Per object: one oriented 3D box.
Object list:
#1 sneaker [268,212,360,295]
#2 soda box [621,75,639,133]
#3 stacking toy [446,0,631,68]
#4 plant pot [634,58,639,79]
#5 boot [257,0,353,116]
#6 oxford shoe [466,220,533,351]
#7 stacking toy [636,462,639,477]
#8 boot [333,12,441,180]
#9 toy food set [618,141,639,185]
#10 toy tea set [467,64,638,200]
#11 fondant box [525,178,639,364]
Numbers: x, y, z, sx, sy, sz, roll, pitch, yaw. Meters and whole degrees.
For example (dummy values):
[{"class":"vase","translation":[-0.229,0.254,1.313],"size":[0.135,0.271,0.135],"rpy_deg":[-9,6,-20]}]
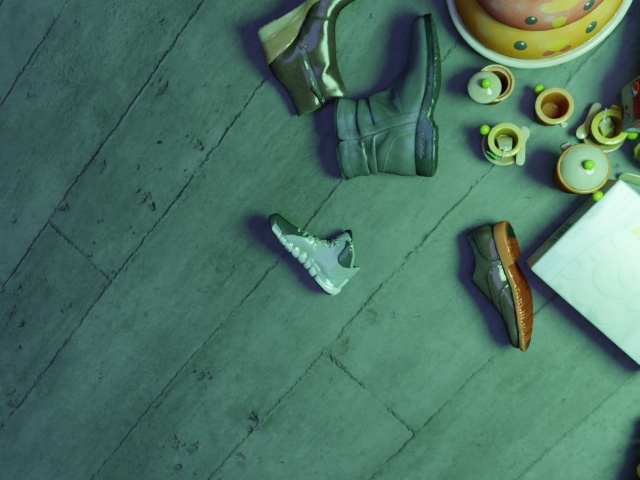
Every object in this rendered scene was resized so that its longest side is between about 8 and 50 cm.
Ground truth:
[{"class":"sneaker","translation":[0.000,0.000,1.276],"size":[0.132,0.086,0.228],"rpy_deg":[-41,97,8]},{"class":"soda box","translation":[0.698,-0.242,1.058],"size":[0.264,0.083,0.092],"rpy_deg":[3,83,0]},{"class":"stacking toy","translation":[0.358,-0.486,0.928],"size":[0.351,0.480,0.350],"rpy_deg":[2,97,18]},{"class":"plant pot","translation":[0.666,-0.375,1.052],"size":[0.167,0.167,0.165],"rpy_deg":[3,90,12]},{"class":"boot","translation":[0.010,-0.407,1.237],"size":[0.249,0.090,0.206],"rpy_deg":[-28,104,10]},{"class":"oxford shoe","translation":[0.374,0.098,1.207],"size":[0.099,0.097,0.271],"rpy_deg":[-13,89,33]},{"class":"stacking toy","translation":[0.705,0.400,1.145],"size":[0.175,0.166,0.301],"rpy_deg":[0,82,13]},{"class":"boot","translation":[0.131,-0.292,1.197],"size":[0.223,0.118,0.337],"rpy_deg":[3,93,17]},{"class":"toy food set","translation":[0.659,-0.163,1.080],"size":[0.133,0.192,0.038],"rpy_deg":[19,64,5]},{"class":"toy tea set","translation":[0.431,-0.219,1.118],"size":[0.336,0.124,0.199],"rpy_deg":[24,90,9]},{"class":"fondant box","translation":[0.615,0.073,1.139],"size":[0.330,0.096,0.238],"rpy_deg":[42,102,4]}]
